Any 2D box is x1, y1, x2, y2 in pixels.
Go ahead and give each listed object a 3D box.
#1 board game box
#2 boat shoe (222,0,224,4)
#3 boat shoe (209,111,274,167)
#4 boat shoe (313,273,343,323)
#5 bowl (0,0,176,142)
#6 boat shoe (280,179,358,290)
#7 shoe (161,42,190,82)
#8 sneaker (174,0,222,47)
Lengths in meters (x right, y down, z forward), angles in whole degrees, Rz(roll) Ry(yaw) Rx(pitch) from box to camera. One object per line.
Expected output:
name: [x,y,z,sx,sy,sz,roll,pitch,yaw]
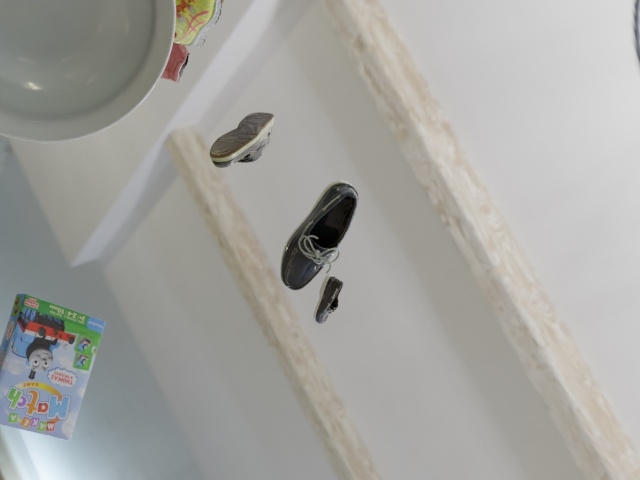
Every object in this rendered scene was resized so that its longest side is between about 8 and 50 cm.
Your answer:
board game box: [-0.463,0.213,1.538,0.039,0.160,0.211,-2,-111,46]
boat shoe: [-0.331,-0.503,1.837,0.096,0.277,0.098,-97,-171,-52]
boat shoe: [-0.101,-0.129,1.258,0.056,0.152,0.049,6,-59,24]
boat shoe: [0.017,0.116,1.740,0.038,0.046,0.125,24,-51,13]
bowl: [-0.324,-0.272,1.079,0.134,0.298,0.297,-133,-147,-67]
boat shoe: [0.000,0.000,1.850,0.254,0.095,0.079,-55,-160,13]
shoe: [-0.321,-0.440,2.029,0.063,0.081,0.178,-104,-147,-85]
sneaker: [-0.242,-0.421,1.675,0.208,0.094,0.081,129,-48,-55]
